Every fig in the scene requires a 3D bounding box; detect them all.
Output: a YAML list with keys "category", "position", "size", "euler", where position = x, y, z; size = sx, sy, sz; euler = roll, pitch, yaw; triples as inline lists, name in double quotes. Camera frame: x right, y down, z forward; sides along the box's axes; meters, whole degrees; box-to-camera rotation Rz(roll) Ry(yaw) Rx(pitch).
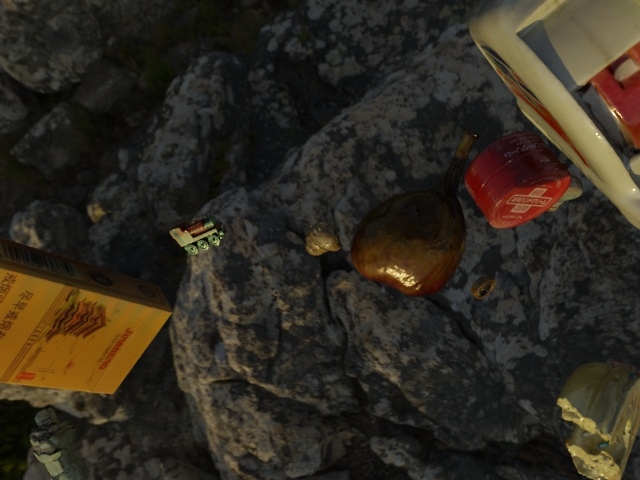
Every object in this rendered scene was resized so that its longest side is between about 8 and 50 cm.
- category: "fig"
  position: [0.182, -0.031, 0.850]
  size: [0.290, 0.191, 0.190]
  euler: [-50, 63, 30]

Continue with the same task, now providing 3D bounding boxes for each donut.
- category: "donut"
  position: [0.308, 0.186, 0.560]
  size: [0.065, 0.166, 0.108]
  euler: [14, 58, 43]

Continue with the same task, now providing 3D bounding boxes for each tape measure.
- category: "tape measure"
  position: [0.266, -0.156, 0.493]
  size: [0.130, 0.265, 0.258]
  euler: [-38, 25, 22]

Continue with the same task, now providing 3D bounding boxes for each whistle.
- category: "whistle"
  position: [0.579, -0.117, 1.258]
  size: [0.107, 0.220, 0.057]
  euler: [-3, 78, 19]

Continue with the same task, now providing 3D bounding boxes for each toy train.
- category: "toy train"
  position: [-0.402, -0.025, 1.706]
  size: [0.176, 0.118, 0.074]
  euler: [-22, 24, 26]

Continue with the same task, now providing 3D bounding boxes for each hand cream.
- category: "hand cream"
  position: [0.419, -0.128, 1.100]
  size: [0.193, 0.193, 0.125]
  euler: [-31, 59, 8]

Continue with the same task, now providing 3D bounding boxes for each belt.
- category: "belt"
  position: [0.515, 0.148, 1.617]
  size: [0.083, 0.059, 0.036]
  euler: [-55, 34, 23]

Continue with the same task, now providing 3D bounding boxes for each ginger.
- category: "ginger"
  position: [0.000, 0.000, 1.530]
  size: [0.104, 0.204, 0.080]
  euler: [43, 75, -5]

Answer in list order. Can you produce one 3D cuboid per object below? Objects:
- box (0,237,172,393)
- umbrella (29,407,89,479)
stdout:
- category: "box"
  position: [-0.371, 0.114, 0.707]
  size: [0.174, 0.274, 0.076]
  euler: [-52, 49, 9]
- category: "umbrella"
  position: [-0.425, 0.341, 0.832]
  size: [0.062, 0.067, 0.143]
  euler: [-22, 90, 49]
